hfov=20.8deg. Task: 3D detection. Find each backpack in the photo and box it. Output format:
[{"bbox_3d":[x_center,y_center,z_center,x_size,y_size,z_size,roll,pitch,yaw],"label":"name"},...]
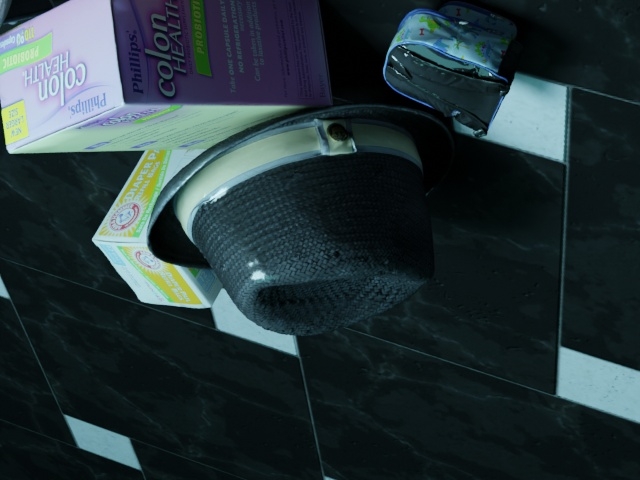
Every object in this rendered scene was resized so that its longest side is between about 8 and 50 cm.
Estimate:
[{"bbox_3d":[0.121,-0.167,1.602,0.114,0.084,0.105,21,151,1],"label":"backpack"}]

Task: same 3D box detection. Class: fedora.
[{"bbox_3d":[0.000,0.000,1.735,0.334,0.152,0.334,-17,156,-8],"label":"fedora"}]

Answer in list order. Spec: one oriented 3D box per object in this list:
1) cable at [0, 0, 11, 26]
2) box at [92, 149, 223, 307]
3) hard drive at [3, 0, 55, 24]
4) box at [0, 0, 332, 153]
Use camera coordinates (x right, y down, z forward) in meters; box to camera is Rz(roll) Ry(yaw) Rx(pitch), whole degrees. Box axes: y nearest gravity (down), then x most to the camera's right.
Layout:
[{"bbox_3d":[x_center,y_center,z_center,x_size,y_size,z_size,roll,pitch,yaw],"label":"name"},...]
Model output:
[{"bbox_3d":[-0.417,-0.261,1.644,0.257,0.257,0.089,29,-169,-2],"label":"cable"},{"bbox_3d":[-0.140,-0.040,1.901,0.103,0.203,0.114,3,143,36],"label":"box"},{"bbox_3d":[-0.426,-0.246,1.858,0.255,0.172,0.054,2,106,37],"label":"hard drive"},{"bbox_3d":[-0.152,-0.162,1.675,0.243,0.117,0.213,-4,174,-39],"label":"box"}]
